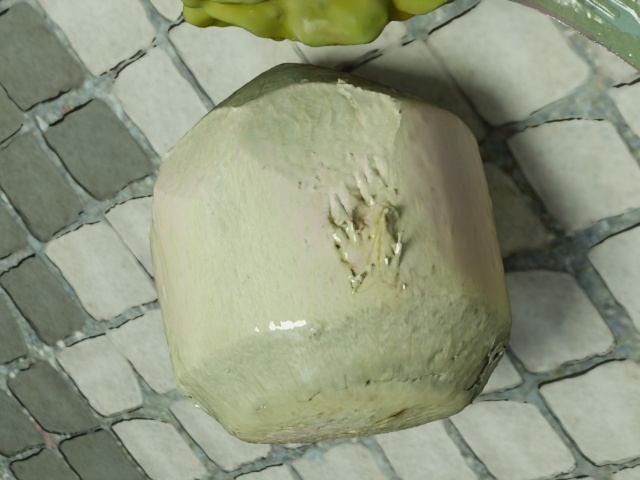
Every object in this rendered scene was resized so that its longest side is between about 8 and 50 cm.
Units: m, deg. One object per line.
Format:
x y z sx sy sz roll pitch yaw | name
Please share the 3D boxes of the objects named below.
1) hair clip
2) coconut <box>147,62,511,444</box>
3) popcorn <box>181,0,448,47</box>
0.140 -0.135 0.700 0.137 0.022 0.054 29 133 11 | hair clip
0.000 0.000 0.760 0.224 0.224 0.234 -18 76 39 | coconut
-0.004 -0.212 0.626 0.235 0.181 0.217 20 129 12 | popcorn
